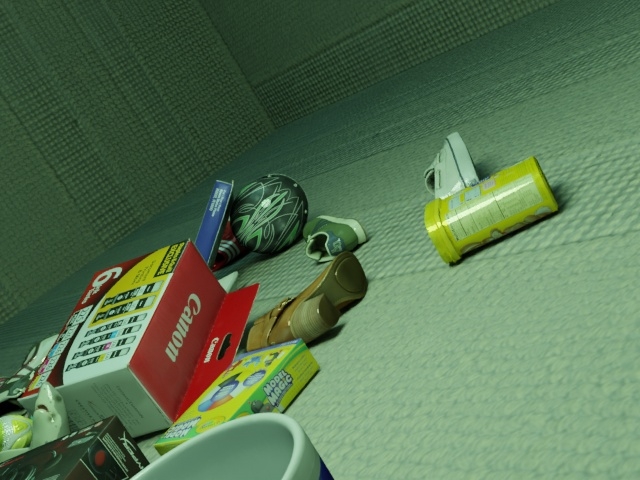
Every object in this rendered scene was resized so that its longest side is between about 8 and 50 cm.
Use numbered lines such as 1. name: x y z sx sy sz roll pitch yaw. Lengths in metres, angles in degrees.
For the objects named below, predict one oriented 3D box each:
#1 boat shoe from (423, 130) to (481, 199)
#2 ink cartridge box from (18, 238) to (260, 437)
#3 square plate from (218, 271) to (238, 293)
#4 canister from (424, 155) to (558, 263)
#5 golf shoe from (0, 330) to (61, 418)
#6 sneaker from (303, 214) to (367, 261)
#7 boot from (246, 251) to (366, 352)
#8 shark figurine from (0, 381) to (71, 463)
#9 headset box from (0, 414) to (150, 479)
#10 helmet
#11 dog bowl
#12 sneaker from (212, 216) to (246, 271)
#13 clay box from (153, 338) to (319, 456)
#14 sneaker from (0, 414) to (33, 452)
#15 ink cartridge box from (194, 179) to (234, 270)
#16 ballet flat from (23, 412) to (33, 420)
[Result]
1. boat shoe: 0.217 -0.105 1.487 0.088 0.096 0.267 -24 22 11
2. ink cartridge box: -0.264 0.148 1.373 0.272 0.130 0.309 -19 29 22
3. square plate: -0.304 0.201 1.608 0.344 0.049 0.347 -29 13 10
4. canister: 0.237 -0.045 1.246 0.170 0.073 0.126 -26 14 16
5. golf shoe: -0.592 0.297 1.852 0.273 0.105 0.120 -38 29 -5
6. sneaker: 0.000 0.000 1.628 0.086 0.064 0.192 -32 15 -26
7. boot: -0.023 0.094 1.326 0.152 0.073 0.197 -28 10 33
8. shark figurine: -0.409 0.349 1.266 0.278 0.166 0.116 -46 -16 13
9. headset box: -0.345 0.350 1.009 0.218 0.110 0.293 -25 14 24
10. helmet: -0.108 -0.054 1.866 0.169 0.169 0.161 -34 -4 -9
11. dog bowl: -0.103 0.271 0.767 0.265 0.104 0.265 -30 12 7
12. sneaker: -0.239 0.005 2.117 0.128 0.087 0.221 -34 12 -16
13. clay box: -0.111 0.214 1.112 0.127 0.053 0.222 -20 16 42
14. sneaker: -0.479 0.358 1.396 0.126 0.091 0.240 11 -43 -39
15. ink cartridge box: -0.228 -0.007 1.826 0.224 0.045 0.223 128 159 -79
16. ballet flat: -0.490 0.310 1.603 0.079 0.077 0.221 -52 8 15
